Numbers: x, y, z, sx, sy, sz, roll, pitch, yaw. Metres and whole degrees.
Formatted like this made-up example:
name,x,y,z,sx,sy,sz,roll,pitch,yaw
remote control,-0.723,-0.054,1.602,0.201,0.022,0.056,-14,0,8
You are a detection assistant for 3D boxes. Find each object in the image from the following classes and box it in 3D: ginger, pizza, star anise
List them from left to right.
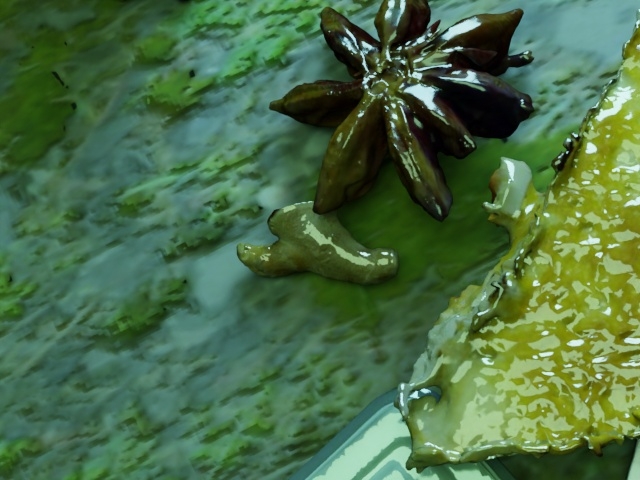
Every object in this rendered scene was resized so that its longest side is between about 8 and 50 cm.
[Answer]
name,x,y,z,sx,sy,sz,roll,pitch,yaw
ginger,-0.001,-0.001,0.804,0.097,0.030,0.048,4,106,14
star anise,0.044,-0.083,0.791,0.167,0.057,0.168,-6,60,10
pizza,0.162,0.022,0.734,0.189,0.071,0.297,34,73,14

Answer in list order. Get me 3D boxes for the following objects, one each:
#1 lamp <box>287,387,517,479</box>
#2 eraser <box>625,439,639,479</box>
name,x,y,z,sx,sy,sz,roll,pitch,yaw
lamp,0.041,0.254,0.731,0.269,0.047,0.266,-43,74,0
eraser,0.193,0.138,0.740,0.065,0.026,0.105,13,80,10
